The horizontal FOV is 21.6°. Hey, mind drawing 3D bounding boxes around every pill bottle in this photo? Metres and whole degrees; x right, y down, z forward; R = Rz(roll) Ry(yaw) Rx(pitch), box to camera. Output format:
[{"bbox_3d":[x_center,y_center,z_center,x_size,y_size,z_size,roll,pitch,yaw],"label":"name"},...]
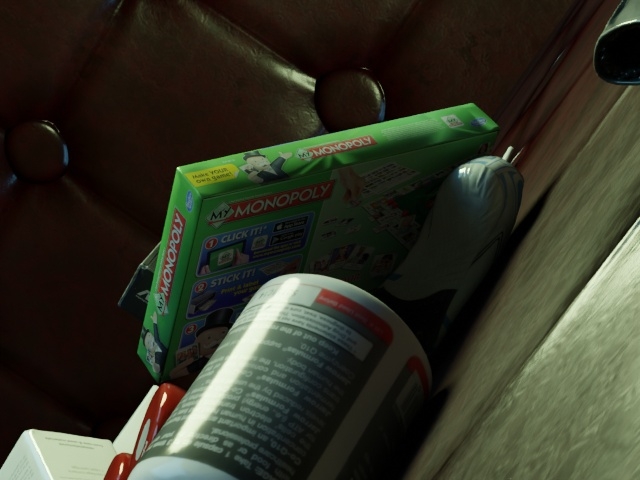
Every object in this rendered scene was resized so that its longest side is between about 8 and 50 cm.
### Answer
[{"bbox_3d":[-0.045,0.173,1.244,0.283,0.161,0.161,-55,0,-36],"label":"pill bottle"}]

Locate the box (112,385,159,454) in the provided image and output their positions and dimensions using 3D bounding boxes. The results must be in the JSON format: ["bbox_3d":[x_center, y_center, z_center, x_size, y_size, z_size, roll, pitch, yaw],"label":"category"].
[{"bbox_3d":[-0.223,0.388,2.194,0.345,0.215,0.168,-56,0,43],"label":"box"}]

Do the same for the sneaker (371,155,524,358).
[{"bbox_3d":[0.113,0.029,1.517,0.086,0.085,0.237,-6,-47,-53],"label":"sneaker"}]

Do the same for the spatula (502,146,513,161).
[{"bbox_3d":[0.171,-0.011,1.951,0.168,0.019,0.242,-62,-5,34],"label":"spatula"}]

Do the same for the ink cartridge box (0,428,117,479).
[{"bbox_3d":[-0.283,0.402,1.903,0.223,0.129,0.307,-56,45,22],"label":"ink cartridge box"}]

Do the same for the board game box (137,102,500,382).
[{"bbox_3d":[0.000,0.000,1.493,0.317,0.046,0.213,-14,-44,-33],"label":"board game box"}]

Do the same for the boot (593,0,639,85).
[{"bbox_3d":[0.276,-0.202,1.307,0.208,0.076,0.189,-63,0,-18],"label":"boot"}]

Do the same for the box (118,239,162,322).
[{"bbox_3d":[-0.039,0.070,1.675,0.060,0.270,0.216,-57,-1,30],"label":"box"}]

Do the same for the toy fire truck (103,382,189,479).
[{"bbox_3d":[-0.110,0.290,1.457,0.302,0.169,0.254,123,162,-46],"label":"toy fire truck"}]
